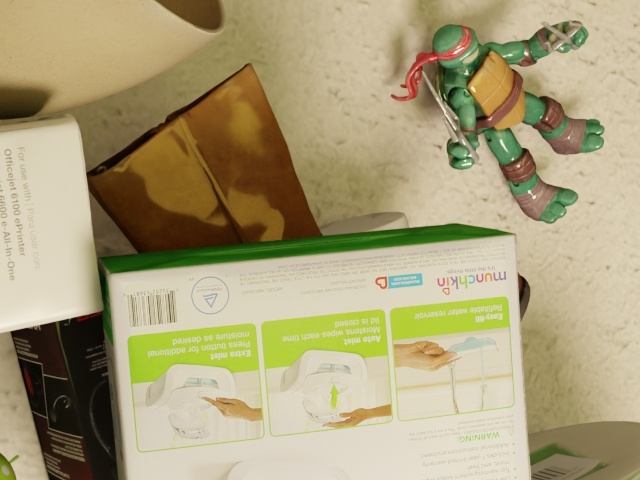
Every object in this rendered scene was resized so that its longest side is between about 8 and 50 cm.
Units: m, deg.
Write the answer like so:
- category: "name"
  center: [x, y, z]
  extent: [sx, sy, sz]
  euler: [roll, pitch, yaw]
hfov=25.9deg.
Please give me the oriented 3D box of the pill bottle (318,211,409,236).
- category: "pill bottle"
  center: [0.051, 0.091, 1.159]
  extent: [0.121, 0.121, 0.216]
  euler: [-20, 101, -30]

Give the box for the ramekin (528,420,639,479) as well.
- category: "ramekin"
  center: [0.180, 0.263, 1.146]
  extent: [0.303, 0.303, 0.148]
  euler: [-21, 95, -29]

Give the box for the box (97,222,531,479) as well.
- category: "box"
  center: [-0.004, 0.116, 0.916]
  extent: [0.262, 0.127, 0.231]
  euler: [-6, 96, -12]

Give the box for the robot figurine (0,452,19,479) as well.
- category: "robot figurine"
  center: [-0.270, 0.182, 0.997]
  extent: [0.115, 0.067, 0.101]
  euler: [-2, 88, -31]

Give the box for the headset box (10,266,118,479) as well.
- category: "headset box"
  center: [-0.096, 0.154, 1.077]
  extent: [0.218, 0.110, 0.293]
  euler: [-18, 100, -29]

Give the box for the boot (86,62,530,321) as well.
- category: "boot"
  center: [0.000, 0.000, 1.030]
  extent: [0.264, 0.096, 0.280]
  euler: [-31, 100, -13]

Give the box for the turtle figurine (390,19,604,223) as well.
- category: "turtle figurine"
  center: [0.163, -0.126, 1.229]
  extent: [0.175, 0.118, 0.234]
  euler: [-50, 131, -5]

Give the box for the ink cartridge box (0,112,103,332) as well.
- category: "ink cartridge box"
  center: [-0.322, 0.007, 0.871]
  extent: [0.307, 0.223, 0.129]
  euler: [-11, 97, -31]

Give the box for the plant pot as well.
- category: "plant pot"
  center: [-0.228, -0.190, 0.927]
  extent: [0.191, 0.284, 0.284]
  euler: [-38, 114, 13]
